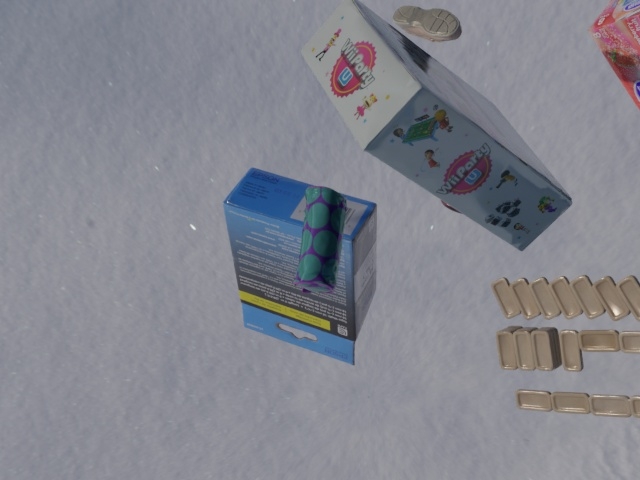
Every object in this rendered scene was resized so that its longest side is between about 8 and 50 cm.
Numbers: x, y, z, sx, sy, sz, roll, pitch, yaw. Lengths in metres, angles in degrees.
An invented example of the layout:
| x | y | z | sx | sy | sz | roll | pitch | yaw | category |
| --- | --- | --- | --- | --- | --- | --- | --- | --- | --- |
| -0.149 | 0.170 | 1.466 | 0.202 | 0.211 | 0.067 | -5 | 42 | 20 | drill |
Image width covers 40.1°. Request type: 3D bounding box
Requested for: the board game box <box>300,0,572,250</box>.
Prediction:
| x | y | z | sx | sy | sz | roll | pitch | yaw | category |
| --- | --- | --- | --- | --- | --- | --- | --- | --- | --- |
| 0.143 | -0.139 | 1.059 | 0.097 | 0.303 | 0.224 | -46 | 41 | 19 | board game box |

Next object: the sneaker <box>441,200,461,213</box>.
| x | y | z | sx | sy | sz | roll | pitch | yaw | category |
| --- | --- | --- | --- | --- | --- | --- | --- | --- | --- |
| 0.304 | -0.049 | 1.553 | 0.185 | 0.084 | 0.070 | 9 | 49 | 17 | sneaker |

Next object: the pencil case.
| x | y | z | sx | sy | sz | roll | pitch | yaw | category |
| --- | --- | --- | --- | --- | --- | --- | --- | --- | --- |
| 0.000 | 0.000 | 1.289 | 0.064 | 0.070 | 0.152 | 14 | 76 | -24 | pencil case |

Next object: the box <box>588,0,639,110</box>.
| x | y | z | sx | sy | sz | roll | pitch | yaw | category |
| --- | --- | --- | --- | --- | --- | --- | --- | --- | --- |
| 0.590 | -0.280 | 1.407 | 0.300 | 0.154 | 0.142 | 49 | 67 | -21 | box |

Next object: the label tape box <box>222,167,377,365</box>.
| x | y | z | sx | sy | sz | roll | pitch | yaw | category |
| --- | --- | --- | --- | --- | --- | --- | --- | --- | --- |
| -0.029 | 0.050 | 1.560 | 0.240 | 0.334 | 0.106 | 18 | 50 | 18 | label tape box |

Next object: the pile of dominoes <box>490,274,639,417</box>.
| x | y | z | sx | sy | sz | roll | pitch | yaw | category |
| --- | --- | --- | --- | --- | --- | --- | --- | --- | --- |
| 0.360 | 0.141 | 1.211 | 0.251 | 0.040 | 0.196 | -5 | 96 | 43 | pile of dominoes |

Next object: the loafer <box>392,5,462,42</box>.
| x | y | z | sx | sy | sz | roll | pitch | yaw | category |
| --- | --- | --- | --- | --- | --- | --- | --- | --- | --- |
| 0.160 | -0.310 | 1.270 | 0.125 | 0.039 | 0.045 | 29 | 80 | 42 | loafer |
